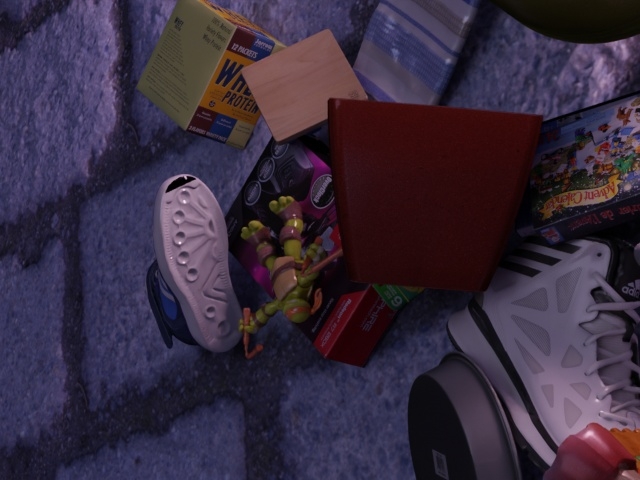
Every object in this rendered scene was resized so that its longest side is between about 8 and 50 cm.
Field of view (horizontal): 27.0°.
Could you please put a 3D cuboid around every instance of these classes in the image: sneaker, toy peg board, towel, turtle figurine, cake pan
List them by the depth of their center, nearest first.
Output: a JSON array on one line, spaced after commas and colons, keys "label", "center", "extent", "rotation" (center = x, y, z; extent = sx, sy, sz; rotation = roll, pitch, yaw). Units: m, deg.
[{"label": "sneaker", "center": [0.347, 0.143, 1.655], "extent": [0.257, 0.169, 0.447], "rotation": [-57, 43, 19]}, {"label": "cake pan", "center": [0.183, 0.293, 1.744], "extent": [0.293, 0.054, 0.293], "rotation": [170, 90, -75]}, {"label": "turtle figurine", "center": [-0.042, 0.041, 2.008], "extent": [0.269, 0.087, 0.217], "rotation": [-50, 40, 36]}, {"label": "towel", "center": [0.146, -0.325, 2.062], "extent": [0.209, 0.034, 0.285], "rotation": [46, 123, 42]}, {"label": "toy peg board", "center": [-0.020, -0.231, 2.153], "extent": [0.161, 0.079, 0.161], "rotation": [-26, 60, -2]}, {"label": "sneaker", "center": [-0.248, 0.028, 2.244], "extent": [0.236, 0.130, 0.323], "rotation": [19, 130, 55]}]

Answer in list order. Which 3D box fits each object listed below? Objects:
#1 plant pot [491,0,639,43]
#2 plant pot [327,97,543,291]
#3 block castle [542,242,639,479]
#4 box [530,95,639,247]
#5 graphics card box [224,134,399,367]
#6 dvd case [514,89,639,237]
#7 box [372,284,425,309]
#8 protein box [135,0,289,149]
[{"label": "plant pot", "center": [0.293, -0.431, 1.659], "extent": [0.366, 0.353, 0.366], "rotation": [4, 99, 27]}, {"label": "plant pot", "center": [0.134, -0.062, 1.775], "extent": [0.267, 0.267, 0.236], "rotation": [-93, 7, -85]}, {"label": "block castle", "center": [0.432, 0.170, 1.363], "extent": [0.213, 0.453, 0.303], "rotation": [36, 105, 38]}, {"label": "box", "center": [0.377, -0.098, 1.675], "extent": [0.233, 0.044, 0.159], "rotation": [-20, 45, 27]}, {"label": "graphics card box", "center": [0.000, 0.000, 2.109], "extent": [0.233, 0.094, 0.371], "rotation": [-59, 44, 15]}, {"label": "dvd case", "center": [0.373, -0.110, 1.743], "extent": [0.253, 0.022, 0.180], "rotation": [-17, 47, 30]}, {"label": "box", "center": [0.144, 0.009, 1.910], "extent": [0.179, 0.043, 0.105], "rotation": [-39, 86, 0]}, {"label": "protein box", "center": [-0.190, -0.303, 2.364], "extent": [0.200, 0.136, 0.201], "rotation": [40, 108, 45]}]
